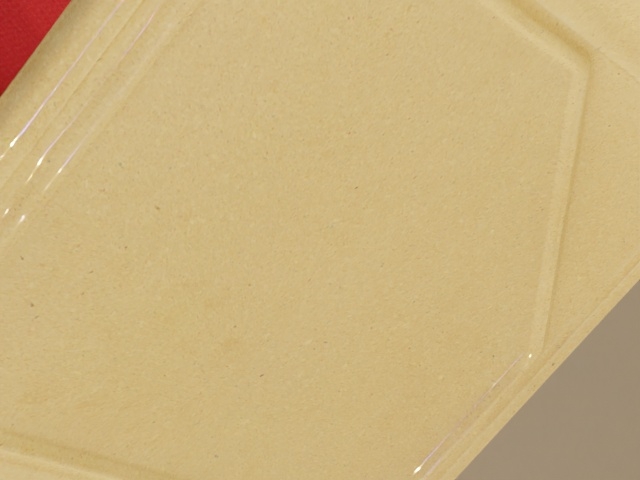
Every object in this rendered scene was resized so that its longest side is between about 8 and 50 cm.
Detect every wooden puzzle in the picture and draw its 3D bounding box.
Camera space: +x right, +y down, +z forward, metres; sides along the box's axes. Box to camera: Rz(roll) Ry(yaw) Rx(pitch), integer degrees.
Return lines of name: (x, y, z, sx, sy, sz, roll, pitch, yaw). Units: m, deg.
wooden puzzle: (0.000, 0.000, 0.385, 0.238, 0.221, 0.044, -46, -134, 18)

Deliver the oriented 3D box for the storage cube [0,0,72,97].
storage cube: (-0.083, -0.040, 0.597, 0.183, 0.215, 0.193, 49, -131, -1)
